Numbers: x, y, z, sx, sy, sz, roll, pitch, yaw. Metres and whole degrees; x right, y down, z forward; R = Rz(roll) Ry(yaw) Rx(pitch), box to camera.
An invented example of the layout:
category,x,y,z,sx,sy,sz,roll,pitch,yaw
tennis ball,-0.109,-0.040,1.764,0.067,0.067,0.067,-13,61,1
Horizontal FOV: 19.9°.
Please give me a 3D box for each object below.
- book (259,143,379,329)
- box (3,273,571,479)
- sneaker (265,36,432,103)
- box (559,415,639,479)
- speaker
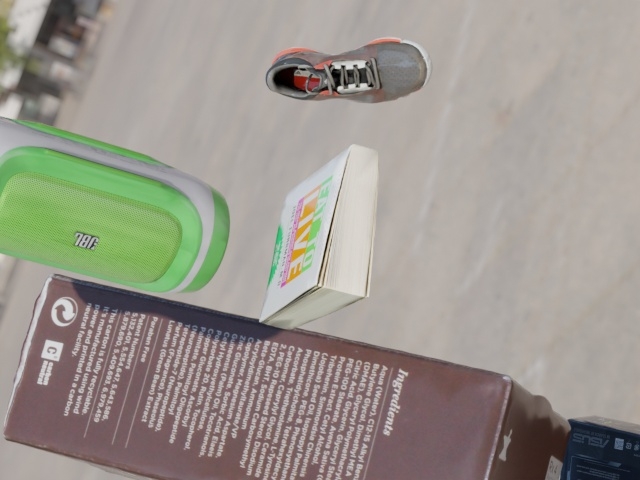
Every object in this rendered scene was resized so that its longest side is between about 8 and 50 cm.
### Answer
category,x,y,z,sx,sy,sz,roll,pitch,yaw
book,0.000,0.000,1.191,0.144,0.035,0.096,146,136,-69
box,-0.023,0.143,1.381,0.191,0.381,0.143,37,-115,-64
sneaker,0.023,-0.147,1.658,0.065,0.158,0.061,-45,-52,-65
box,0.323,0.269,1.649,0.233,0.059,0.183,8,94,39
speaker,-0.239,-0.034,1.758,0.131,0.296,0.131,-30,52,49
